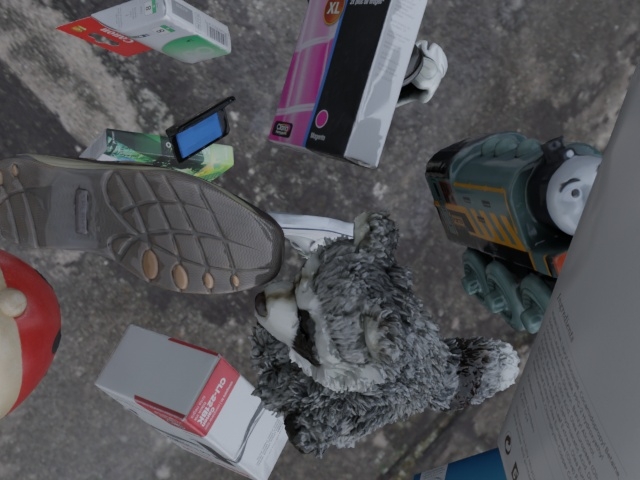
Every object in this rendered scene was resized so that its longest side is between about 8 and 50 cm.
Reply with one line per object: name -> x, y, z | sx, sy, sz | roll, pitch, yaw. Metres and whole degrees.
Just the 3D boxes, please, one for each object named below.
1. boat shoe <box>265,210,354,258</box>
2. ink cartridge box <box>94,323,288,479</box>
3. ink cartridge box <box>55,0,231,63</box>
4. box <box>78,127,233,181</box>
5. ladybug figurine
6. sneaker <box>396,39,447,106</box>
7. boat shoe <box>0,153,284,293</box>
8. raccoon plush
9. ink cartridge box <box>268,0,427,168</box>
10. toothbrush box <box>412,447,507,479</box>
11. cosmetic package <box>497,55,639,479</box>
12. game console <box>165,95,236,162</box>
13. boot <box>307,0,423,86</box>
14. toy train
boat shoe -> 0.000, 0.000, 1.280 | 0.226, 0.083, 0.075 | 8, 91, -42
ink cartridge box -> -0.193, 0.265, 1.271 | 0.114, 0.197, 0.273 | -62, 143, -23
ink cartridge box -> -0.290, -0.331, 1.310 | 0.181, 0.225, 0.056 | 9, 72, -63
box -> -0.402, -0.180, 1.897 | 0.322, 0.058, 0.232 | 2, 162, -37
ladybug figurine -> -0.555, 0.155, 1.320 | 0.162, 0.449, 0.305 | -6, 79, -40
sneaker -> 0.086, -0.297, 1.482 | 0.110, 0.292, 0.118 | 62, 34, -44
boat shoe -> -0.198, -0.039, 0.900 | 0.130, 0.355, 0.132 | -43, 146, -66
raccoon plush -> 0.117, 0.086, 0.934 | 0.446, 0.216, 0.299 | -9, 157, -33
ink cartridge box -> 0.053, -0.284, 1.012 | 0.069, 0.176, 0.371 | 17, 92, -38
toothbrush box -> 0.179, 0.324, 0.711 | 0.216, 0.295, 0.126 | -28, 105, 26
cosmetic package -> 0.229, 0.030, 0.367 | 0.197, 0.155, 0.365 | 4, 125, -4
game console -> -0.203, -0.194, 1.401 | 0.122, 0.107, 0.071 | -36, 110, -23
boot -> 0.076, -0.356, 1.283 | 0.263, 0.091, 0.229 | -31, 131, -36
toy train -> 0.211, -0.015, 0.802 | 0.142, 0.334, 0.190 | -25, 100, -5
